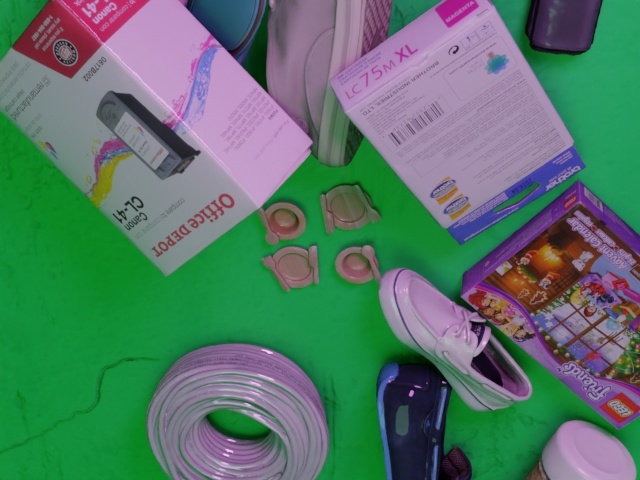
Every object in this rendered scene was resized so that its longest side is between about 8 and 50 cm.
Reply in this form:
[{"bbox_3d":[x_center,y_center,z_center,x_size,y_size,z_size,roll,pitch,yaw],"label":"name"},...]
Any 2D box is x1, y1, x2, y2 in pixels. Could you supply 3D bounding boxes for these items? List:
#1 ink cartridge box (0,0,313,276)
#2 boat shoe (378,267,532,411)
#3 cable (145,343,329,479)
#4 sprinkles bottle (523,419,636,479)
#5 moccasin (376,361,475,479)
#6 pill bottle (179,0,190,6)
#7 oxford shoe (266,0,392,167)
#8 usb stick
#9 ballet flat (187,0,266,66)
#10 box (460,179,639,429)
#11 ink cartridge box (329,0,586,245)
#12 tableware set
[{"bbox_3d":[-0.195,-0.137,1.395,0.306,0.131,0.226,47,139,-9],"label":"ink cartridge box"},{"bbox_3d":[0.177,0.120,1.598,0.084,0.095,0.258,-16,131,42],"label":"boat shoe"},{"bbox_3d":[-0.112,0.260,1.742,0.257,0.089,0.257,-22,115,20],"label":"cable"},{"bbox_3d":[0.294,0.408,1.748,0.121,0.121,0.355,25,123,-7],"label":"sprinkles bottle"},{"bbox_3d":[0.151,0.323,1.711,0.116,0.138,0.342,-6,122,8],"label":"moccasin"},{"bbox_3d":[-0.146,-0.341,1.365,0.094,0.094,0.169,23,123,-6],"label":"pill bottle"},{"bbox_3d":[0.013,-0.284,1.345,0.130,0.169,0.449,20,126,13],"label":"oxford shoe"},{"bbox_3d":[0.278,-0.327,1.335,0.077,0.045,0.278,10,122,4],"label":"usb stick"},{"bbox_3d":[-0.111,-0.236,1.425,0.083,0.087,0.247,33,135,3],"label":"ballet flat"},{"bbox_3d":[0.349,0.087,1.576,0.293,0.057,0.201,39,120,-15],"label":"box"},{"bbox_3d":[0.161,-0.128,1.396,0.185,0.065,0.311,-34,138,10],"label":"ink cartridge box"},{"bbox_3d":[0.000,0.000,1.600,0.168,0.020,0.141,-9,120,14],"label":"tableware set"}]
